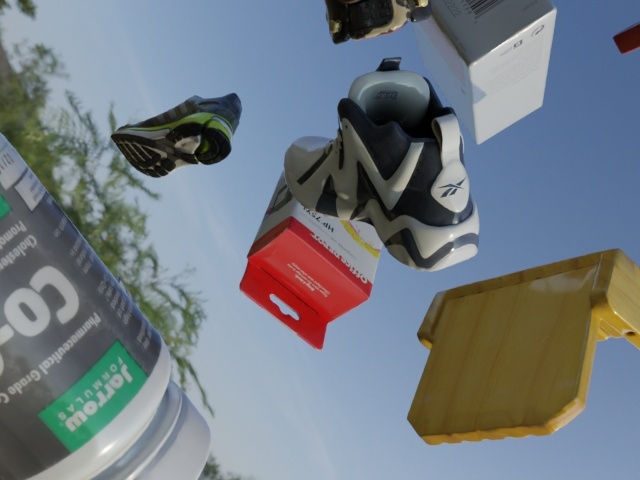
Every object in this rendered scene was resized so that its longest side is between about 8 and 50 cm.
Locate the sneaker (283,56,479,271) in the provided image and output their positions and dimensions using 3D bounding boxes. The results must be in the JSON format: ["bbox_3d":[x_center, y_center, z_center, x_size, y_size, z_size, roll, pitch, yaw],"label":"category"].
[{"bbox_3d":[0.042,-0.088,0.667,0.235,0.094,0.153,43,-37,52],"label":"sneaker"}]

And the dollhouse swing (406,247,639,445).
[{"bbox_3d":[0.355,0.215,1.267,0.346,0.305,0.315,-19,-42,42],"label":"dollhouse swing"}]

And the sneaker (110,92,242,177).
[{"bbox_3d":[-0.254,-0.194,1.424,0.299,0.121,0.111,-1,-46,35],"label":"sneaker"}]

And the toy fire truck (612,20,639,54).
[{"bbox_3d":[0.627,-0.382,1.214,0.169,0.253,0.302,60,-10,-6],"label":"toy fire truck"}]

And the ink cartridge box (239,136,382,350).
[{"bbox_3d":[0.000,0.000,0.945,0.134,0.231,0.078,39,-51,-20],"label":"ink cartridge box"}]

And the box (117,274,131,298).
[{"bbox_3d":[-0.290,0.171,1.175,0.225,0.036,0.137,-107,-178,-50],"label":"box"}]

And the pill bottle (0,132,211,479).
[{"bbox_3d":[-0.266,0.097,0.712,0.361,0.204,0.204,57,-14,-23],"label":"pill bottle"}]

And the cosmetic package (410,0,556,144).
[{"bbox_3d":[0.284,-0.362,1.431,0.230,0.161,0.453,59,7,15],"label":"cosmetic package"}]

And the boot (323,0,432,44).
[{"bbox_3d":[0.034,-0.353,0.809,0.377,0.138,0.284,-101,176,-74],"label":"boot"}]
